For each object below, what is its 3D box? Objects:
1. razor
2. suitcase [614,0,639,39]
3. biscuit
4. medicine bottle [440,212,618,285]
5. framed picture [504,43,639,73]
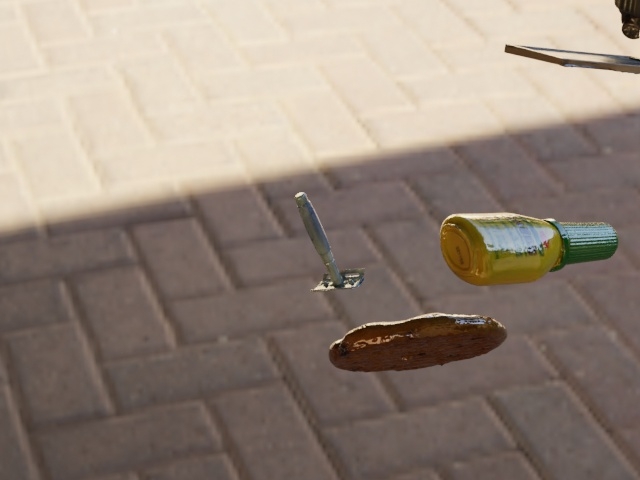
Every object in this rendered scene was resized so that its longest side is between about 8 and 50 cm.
[{"bbox_3d":[0.000,0.000,2.015,0.068,0.135,0.040,-7,28,32],"label":"razor"},{"bbox_3d":[0.451,-0.399,1.986,0.128,0.312,0.202,23,55,20],"label":"suitcase"},{"bbox_3d":[0.115,0.120,1.924,0.212,0.036,0.212,-8,-15,-2],"label":"biscuit"},{"bbox_3d":[0.292,0.008,2.241,0.309,0.076,0.111,-2,55,-41],"label":"medicine bottle"},{"bbox_3d":[0.265,-0.171,1.563,0.149,0.011,0.109,2,13,-25],"label":"framed picture"}]
